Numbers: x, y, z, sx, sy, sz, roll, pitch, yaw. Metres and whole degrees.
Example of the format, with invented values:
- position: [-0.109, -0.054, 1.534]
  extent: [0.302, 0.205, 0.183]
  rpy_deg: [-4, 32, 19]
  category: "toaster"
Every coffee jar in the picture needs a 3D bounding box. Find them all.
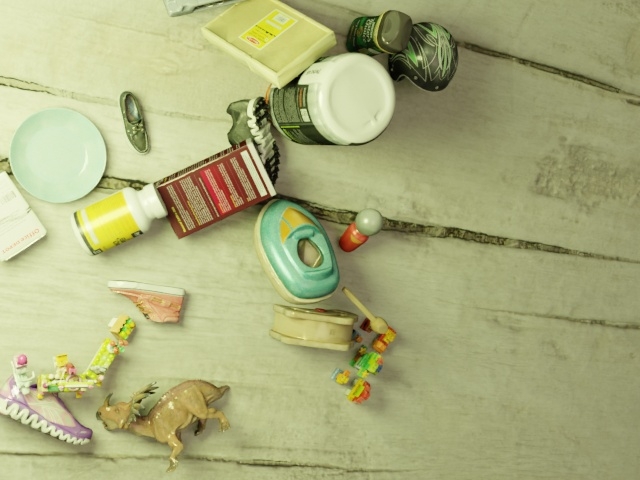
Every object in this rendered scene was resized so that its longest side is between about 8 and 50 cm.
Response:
- position: [0.138, -0.482, 1.998]
  extent: [0.079, 0.184, 0.096]
  rpy_deg: [16, 89, -28]
  category: "coffee jar"

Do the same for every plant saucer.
- position: [-0.543, -0.176, 1.765]
  extent: [0.195, 0.037, 0.195]
  rpy_deg: [-4, 99, -27]
  category: "plant saucer"

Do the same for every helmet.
- position: [0.256, -0.445, 2.077]
  extent: [0.169, 0.161, 0.169]
  rpy_deg: [-4, 98, -27]
  category: "helmet"

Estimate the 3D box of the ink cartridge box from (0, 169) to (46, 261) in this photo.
- position: [-0.640, -0.049, 1.715]
  extent: [0.109, 0.063, 0.150]
  rpy_deg: [-37, 112, -19]
  category: "ink cartridge box"

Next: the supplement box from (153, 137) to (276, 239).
- position: [-0.232, -0.114, 1.871]
  extent: [0.239, 0.073, 0.130]
  rpy_deg: [-24, 108, 0]
  category: "supplement box"

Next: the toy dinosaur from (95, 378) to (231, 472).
- position: [-0.326, 0.372, 1.907]
  extent: [0.295, 0.127, 0.200]
  rpy_deg: [-32, 103, -27]
  category: "toy dinosaur"

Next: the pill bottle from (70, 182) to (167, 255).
- position: [-0.418, -0.048, 1.783]
  extent: [0.184, 0.103, 0.103]
  rpy_deg: [-25, 108, -3]
  category: "pill bottle"

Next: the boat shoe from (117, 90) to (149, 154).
- position: [-0.400, -0.251, 1.828]
  extent: [0.049, 0.040, 0.142]
  rpy_deg: [-23, 106, -24]
  category: "boat shoe"

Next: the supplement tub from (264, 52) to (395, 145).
- position: [0.008, -0.305, 1.879]
  extent: [0.193, 0.316, 0.194]
  rpy_deg: [-4, 98, -28]
  category: "supplement tub"

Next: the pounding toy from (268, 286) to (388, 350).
- position: [0.020, 0.176, 2.054]
  extent: [0.269, 0.154, 0.155]
  rpy_deg: [8, 93, -9]
  category: "pounding toy"

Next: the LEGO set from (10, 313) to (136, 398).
- position: [-0.482, 0.250, 1.768]
  extent: [0.287, 0.107, 0.132]
  rpy_deg: [-22, 89, -38]
  category: "LEGO set"

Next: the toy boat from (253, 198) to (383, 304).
- position: [0.000, 0.000, 1.983]
  extent: [0.318, 0.148, 0.267]
  rpy_deg: [-15, 71, -38]
  category: "toy boat"

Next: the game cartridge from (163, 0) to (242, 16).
- position: [-0.221, -0.607, 1.840]
  extent: [0.294, 0.060, 0.196]
  rpy_deg: [-20, 93, -21]
  category: "game cartridge"

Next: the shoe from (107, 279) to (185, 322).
- position: [-0.384, 0.134, 1.873]
  extent: [0.178, 0.063, 0.081]
  rpy_deg: [11, 86, -33]
  category: "shoe"

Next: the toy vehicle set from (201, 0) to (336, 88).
- position: [-0.114, -0.441, 1.839]
  extent: [0.166, 0.267, 0.035]
  rpy_deg: [-41, 145, -17]
  category: "toy vehicle set"

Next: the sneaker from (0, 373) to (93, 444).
- position: [-0.572, 0.350, 1.793]
  extent: [0.236, 0.095, 0.104]
  rpy_deg: [36, 65, -28]
  category: "sneaker"

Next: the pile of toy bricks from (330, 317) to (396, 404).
- position: [0.120, 0.299, 2.134]
  extent: [0.118, 0.105, 0.212]
  rpy_deg: [40, 78, -26]
  category: "pile of toy bricks"

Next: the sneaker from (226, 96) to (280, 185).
- position: [-0.158, -0.220, 1.941]
  extent: [0.078, 0.106, 0.234]
  rpy_deg: [-52, 141, -46]
  category: "sneaker"
